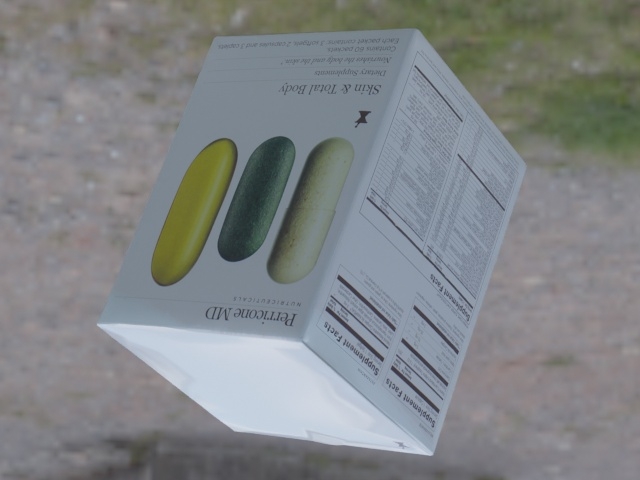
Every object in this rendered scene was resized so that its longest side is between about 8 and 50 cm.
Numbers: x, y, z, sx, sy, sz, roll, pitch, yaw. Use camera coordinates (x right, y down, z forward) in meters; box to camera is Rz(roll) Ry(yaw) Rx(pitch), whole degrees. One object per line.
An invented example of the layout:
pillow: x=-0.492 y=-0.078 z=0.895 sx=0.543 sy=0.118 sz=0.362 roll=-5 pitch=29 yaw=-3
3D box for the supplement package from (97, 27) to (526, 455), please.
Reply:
supplement package: x=0.000 y=0.000 z=1.377 sx=0.199 sy=0.262 sz=0.198 roll=3 pitch=152 yaw=36
